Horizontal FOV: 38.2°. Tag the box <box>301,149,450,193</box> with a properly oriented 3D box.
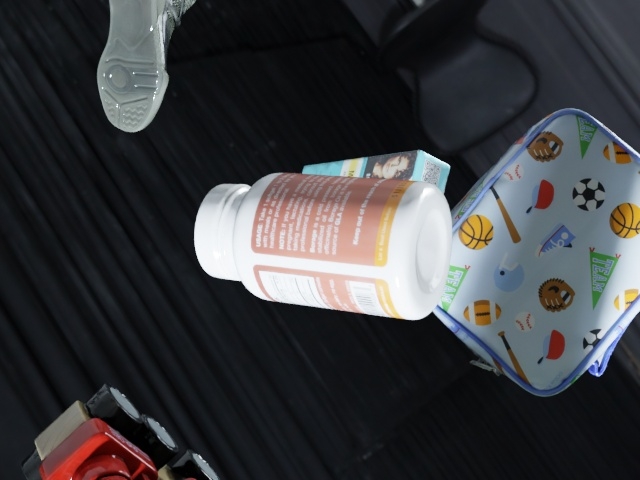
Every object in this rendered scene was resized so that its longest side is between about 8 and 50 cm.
[{"bbox_3d":[0.061,-0.057,1.264,0.060,0.100,0.244,23,164,-36],"label":"box"}]

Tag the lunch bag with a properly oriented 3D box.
[{"bbox_3d":[0.264,0.021,1.057,0.303,0.243,0.115,-49,178,1],"label":"lunch bag"}]

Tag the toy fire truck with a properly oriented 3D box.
[{"bbox_3d":[-0.148,0.271,0.905,0.158,0.217,0.246,-42,-144,-4],"label":"toy fire truck"}]

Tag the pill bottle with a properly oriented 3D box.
[{"bbox_3d":[0.000,0.000,0.838,0.216,0.121,0.121,6,-168,27],"label":"pill bottle"}]

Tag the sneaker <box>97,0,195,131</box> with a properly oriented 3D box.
[{"bbox_3d":[-0.197,-0.244,1.084,0.130,0.087,0.227,-44,142,-66],"label":"sneaker"}]
